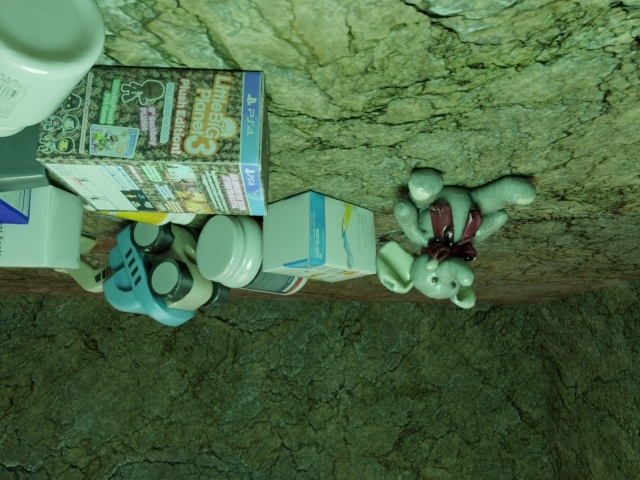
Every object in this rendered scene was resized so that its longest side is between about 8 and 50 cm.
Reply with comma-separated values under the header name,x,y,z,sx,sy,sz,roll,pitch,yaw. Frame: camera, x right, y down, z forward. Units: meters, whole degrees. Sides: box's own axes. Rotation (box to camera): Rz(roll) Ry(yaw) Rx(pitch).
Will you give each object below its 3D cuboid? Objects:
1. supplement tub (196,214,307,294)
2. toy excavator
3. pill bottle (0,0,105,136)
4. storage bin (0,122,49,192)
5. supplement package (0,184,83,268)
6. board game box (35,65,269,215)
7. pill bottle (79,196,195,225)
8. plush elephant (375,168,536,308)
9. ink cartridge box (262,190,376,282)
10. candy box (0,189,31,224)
name,x,y,z,sx,sy,sz,roll,pitch,yaw
supplement tub,-0.171,0.040,1.421,0.191,0.191,0.272,-12,161,41
toy excavator,-0.542,0.087,1.487,0.445,0.433,0.222,-33,157,13
pill bottle,-0.342,-0.200,0.587,0.131,0.131,0.229,12,161,-40
storage bin,-0.493,-0.139,0.857,0.091,0.135,0.098,-5,168,-21
supplement package,-0.703,-0.028,1.164,0.293,0.175,0.177,1,175,-3
board game box,-0.226,-0.139,0.807,0.291,0.141,0.232,1,166,-4
pill bottle,-0.347,-0.095,1.040,0.117,0.117,0.208,-12,162,41
plush elephant,0.272,0.015,1.172,0.272,0.255,0.330,5,166,-16
ink cartridge box,0.000,0.000,1.302,0.233,0.168,0.171,13,161,-43
candy box,-0.704,-0.125,0.922,0.268,0.122,0.317,1,165,-6
